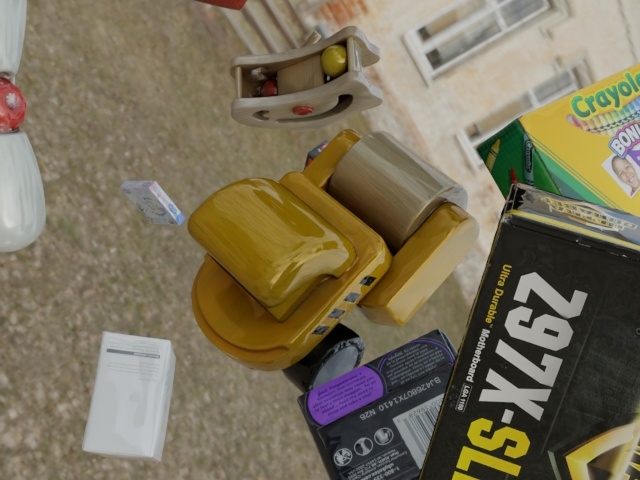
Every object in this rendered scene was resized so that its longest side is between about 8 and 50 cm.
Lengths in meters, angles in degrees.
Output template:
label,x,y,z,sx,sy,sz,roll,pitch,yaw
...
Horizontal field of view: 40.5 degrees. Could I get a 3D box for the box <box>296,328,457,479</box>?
label,x,y,z,sx,sy,sz,roll,pitch,yaw
box,0.105,0.249,0.872,0.143,0.165,0.270,-119,-175,-48

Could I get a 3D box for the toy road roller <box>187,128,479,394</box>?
label,x,y,z,sx,sy,sz,roll,pitch,yaw
toy road roller,0.000,0.000,0.972,0.202,0.329,0.240,40,-7,29

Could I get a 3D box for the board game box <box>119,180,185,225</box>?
label,x,y,z,sx,sy,sz,roll,pitch,yaw
board game box,-0.287,-0.064,1.481,0.090,0.020,0.090,4,-39,44

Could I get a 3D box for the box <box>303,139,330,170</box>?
label,x,y,z,sx,sy,sz,roll,pitch,yaw
box,0.064,-0.026,1.344,0.233,0.044,0.159,41,-32,17

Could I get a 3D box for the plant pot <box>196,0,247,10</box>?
label,x,y,z,sx,sy,sz,roll,pitch,yaw
plant pot,-0.199,-0.498,1.165,0.235,0.267,0.267,-9,69,-35

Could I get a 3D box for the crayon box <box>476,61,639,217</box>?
label,x,y,z,sx,sy,sz,roll,pitch,yaw
crayon box,0.322,-0.089,0.942,0.165,0.278,0.081,61,-30,5

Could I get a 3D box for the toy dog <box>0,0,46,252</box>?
label,x,y,z,sx,sy,sz,roll,pitch,yaw
toy dog,-0.315,-0.167,0.711,0.220,0.161,0.334,26,68,-59

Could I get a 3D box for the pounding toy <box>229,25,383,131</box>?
label,x,y,z,sx,sy,sz,roll,pitch,yaw
pounding toy,-0.041,-0.245,1.212,0.154,0.269,0.155,9,73,-44

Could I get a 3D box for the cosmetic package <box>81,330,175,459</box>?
label,x,y,z,sx,sy,sz,roll,pitch,yaw
cosmetic package,-0.372,0.317,1.722,0.224,0.138,0.225,111,-13,-73

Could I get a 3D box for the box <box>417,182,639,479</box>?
label,x,y,z,sx,sy,sz,roll,pitch,yaw
box,0.213,0.145,0.622,0.079,0.257,0.322,-51,156,-62
